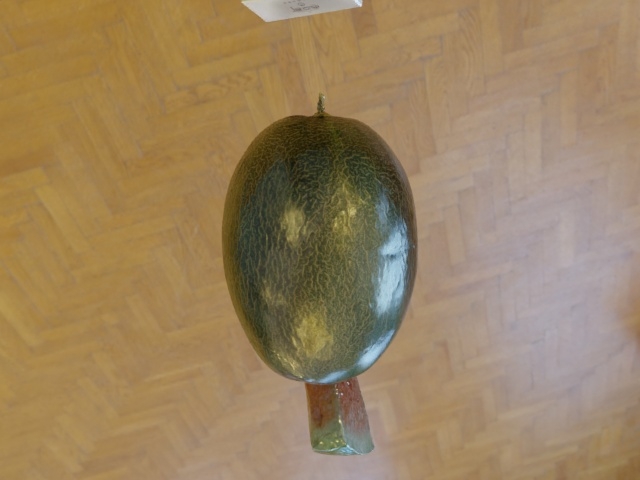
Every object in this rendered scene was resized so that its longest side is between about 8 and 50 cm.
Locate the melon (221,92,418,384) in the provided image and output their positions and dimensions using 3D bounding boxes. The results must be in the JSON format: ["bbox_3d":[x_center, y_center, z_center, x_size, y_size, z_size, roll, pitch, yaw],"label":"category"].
[{"bbox_3d":[0.000,0.000,0.396,0.114,0.114,0.167,-1,101,-11],"label":"melon"}]

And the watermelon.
[{"bbox_3d":[0.007,0.192,0.999,0.095,0.241,0.154,-10,164,8],"label":"watermelon"}]

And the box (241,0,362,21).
[{"bbox_3d":[-0.033,-0.611,1.524,0.261,0.194,0.111,1,171,27],"label":"box"}]
